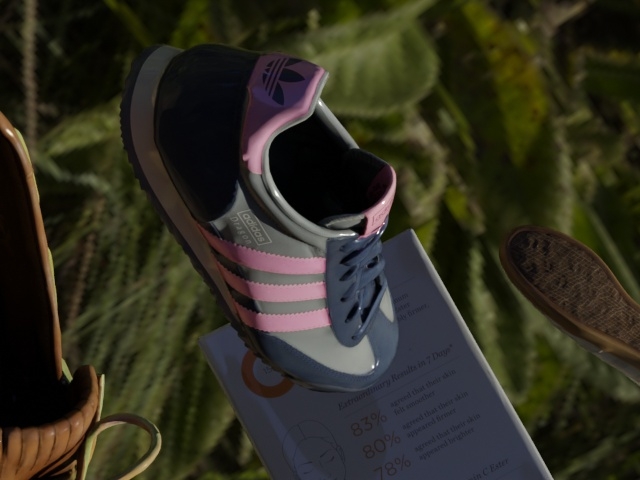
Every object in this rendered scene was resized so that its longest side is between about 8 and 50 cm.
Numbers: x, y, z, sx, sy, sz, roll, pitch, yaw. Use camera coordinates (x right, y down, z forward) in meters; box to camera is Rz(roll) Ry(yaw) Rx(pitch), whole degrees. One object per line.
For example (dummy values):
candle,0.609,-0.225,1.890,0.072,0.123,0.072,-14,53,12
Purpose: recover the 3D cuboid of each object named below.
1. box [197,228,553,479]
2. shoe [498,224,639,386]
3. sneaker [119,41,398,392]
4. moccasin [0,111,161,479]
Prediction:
box,0.068,0.199,1.727,0.345,0.215,0.168,62,-5,11
shoe,0.232,0.068,1.625,0.219,0.058,0.076,36,57,-7
sneaker,0.000,0.000,1.209,0.319,0.131,0.112,53,48,-46
moccasin,-0.185,0.101,1.102,0.139,0.147,0.380,-15,105,-47
